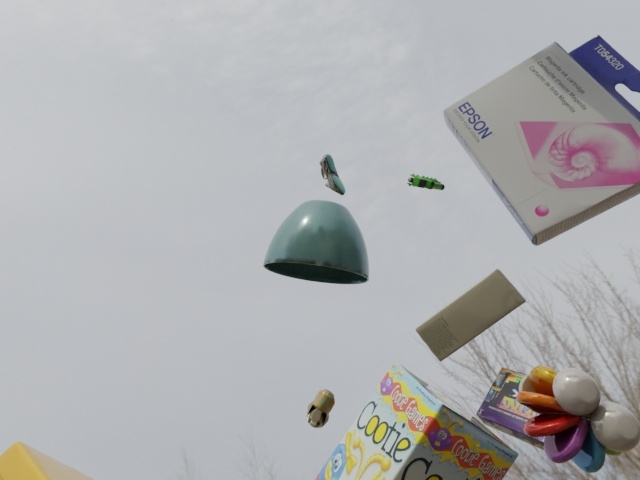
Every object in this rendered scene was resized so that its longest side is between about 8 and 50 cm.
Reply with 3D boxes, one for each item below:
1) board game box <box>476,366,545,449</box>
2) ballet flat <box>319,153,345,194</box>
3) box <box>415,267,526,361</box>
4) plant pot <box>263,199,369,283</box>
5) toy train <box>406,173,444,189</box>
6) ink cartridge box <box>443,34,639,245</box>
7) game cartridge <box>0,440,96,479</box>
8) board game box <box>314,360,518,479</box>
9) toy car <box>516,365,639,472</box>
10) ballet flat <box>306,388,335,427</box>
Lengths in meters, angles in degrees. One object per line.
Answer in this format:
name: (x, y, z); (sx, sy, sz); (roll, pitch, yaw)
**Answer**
board game box: (0.468, 0.380, 0.934); (0.141, 0.170, 0.048); (-47, -68, -23)
ballet flat: (0.025, -0.145, 0.947); (0.041, 0.114, 0.041); (-16, -23, -7)
box: (0.400, 0.199, 1.104); (0.275, 0.113, 0.094); (-39, -15, 13)
plant pot: (0.000, 0.000, 1.138); (0.290, 0.290, 0.195); (15, -105, -26)
toy train: (0.149, -0.080, 0.569); (0.083, 0.024, 0.017); (-2, -66, -49)
ink cartridge box: (0.450, -0.206, 0.740); (0.330, 0.324, 0.071); (-31, -30, 14)
game cartridge: (-0.165, 0.356, 0.422); (0.052, 0.285, 0.323); (-52, -44, -30)
board game box: (0.103, 0.337, 0.558); (0.142, 0.144, 0.275); (37, -94, -14)
toy car: (0.427, 0.316, 0.709); (0.136, 0.182, 0.159); (-42, -13, -19)
ballet flat: (-0.012, 0.547, 1.289); (0.073, 0.080, 0.232); (-49, -21, -42)
